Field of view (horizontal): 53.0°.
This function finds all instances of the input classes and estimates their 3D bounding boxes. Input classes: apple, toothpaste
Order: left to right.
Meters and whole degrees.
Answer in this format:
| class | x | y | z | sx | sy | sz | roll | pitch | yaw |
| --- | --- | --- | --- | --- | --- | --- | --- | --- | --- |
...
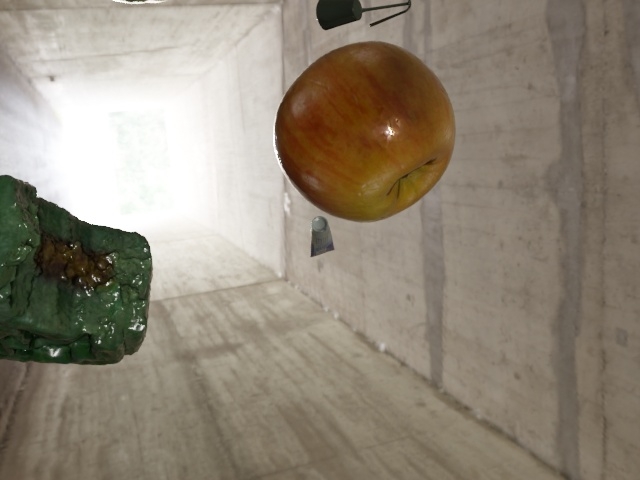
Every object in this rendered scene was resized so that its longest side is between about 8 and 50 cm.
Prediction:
| class | x | y | z | sx | sy | sz | roll | pitch | yaw |
| --- | --- | --- | --- | --- | --- | --- | --- | --- | --- |
| toothpaste | 0.000 | 0.000 | 0.557 | 0.083 | 0.024 | 0.015 | 81 | -9 | -72 |
| apple | 0.073 | -0.161 | 0.994 | 0.233 | 0.286 | 0.286 | 55 | -29 | 27 |

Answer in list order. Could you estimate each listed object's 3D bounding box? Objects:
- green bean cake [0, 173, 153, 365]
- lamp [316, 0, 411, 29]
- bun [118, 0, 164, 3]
| class | x | y | z | sx | sy | sz | roll | pitch | yaw |
| --- | --- | --- | --- | --- | --- | --- | --- | --- | --- |
| green bean cake | -0.366 | 0.048 | 0.795 | 0.308 | 0.300 | 0.169 | 119 | -28 | -63 |
| lamp | 0.049 | -0.248 | 0.687 | 0.054 | 0.121 | 0.041 | 4 | -68 | 32 |
| bun | -0.134 | -0.342 | 0.417 | 0.234 | 0.362 | 0.326 | -15 | -112 | 52 |
